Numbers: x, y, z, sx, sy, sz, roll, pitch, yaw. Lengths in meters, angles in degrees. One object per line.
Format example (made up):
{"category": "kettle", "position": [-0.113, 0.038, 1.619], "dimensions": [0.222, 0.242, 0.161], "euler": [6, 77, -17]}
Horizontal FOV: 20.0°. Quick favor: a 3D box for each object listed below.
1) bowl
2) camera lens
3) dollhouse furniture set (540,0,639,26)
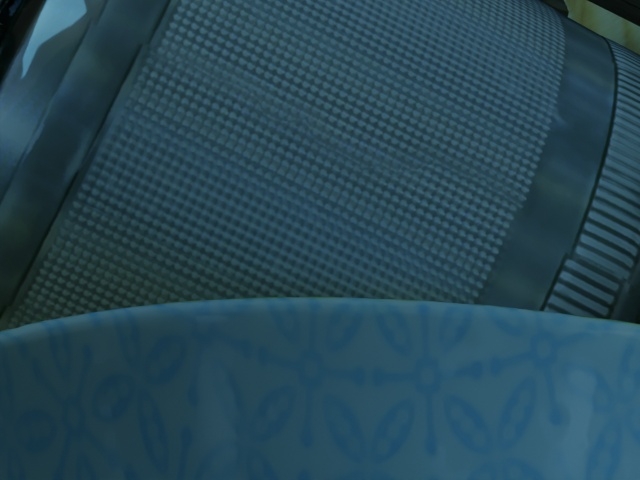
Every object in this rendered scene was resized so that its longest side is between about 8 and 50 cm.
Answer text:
{"category": "bowl", "position": [0.039, 0.119, 0.402], "dimensions": [0.289, 0.156, 0.289], "euler": [4, 10, -1]}
{"category": "camera lens", "position": [0.000, 0.000, 0.635], "dimensions": [0.219, 0.274, 0.219], "euler": [-60, 9, 16]}
{"category": "dollhouse furniture set", "position": [0.087, -0.267, 0.756], "dimensions": [0.303, 0.173, 0.356], "euler": [-46, 43, 31]}
